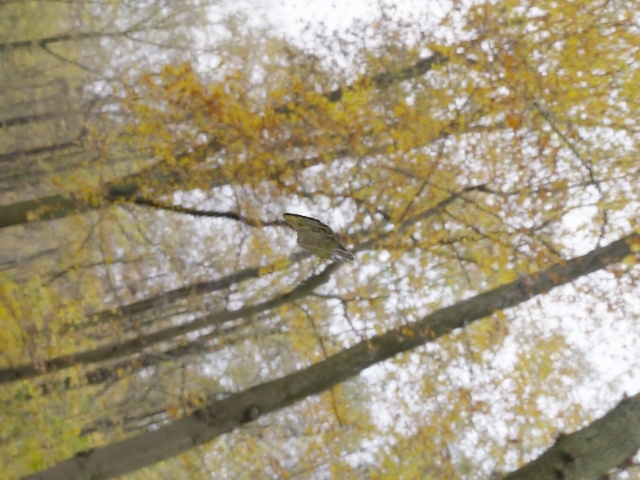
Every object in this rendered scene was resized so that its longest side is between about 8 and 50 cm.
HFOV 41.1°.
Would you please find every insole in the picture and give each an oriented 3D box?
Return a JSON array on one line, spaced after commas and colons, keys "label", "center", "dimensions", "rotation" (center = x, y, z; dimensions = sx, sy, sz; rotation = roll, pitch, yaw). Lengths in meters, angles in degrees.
[{"label": "insole", "center": [0.000, 0.000, 1.165], "dimensions": [0.253, 0.086, 0.005], "rotation": [59, 45, -75]}]
